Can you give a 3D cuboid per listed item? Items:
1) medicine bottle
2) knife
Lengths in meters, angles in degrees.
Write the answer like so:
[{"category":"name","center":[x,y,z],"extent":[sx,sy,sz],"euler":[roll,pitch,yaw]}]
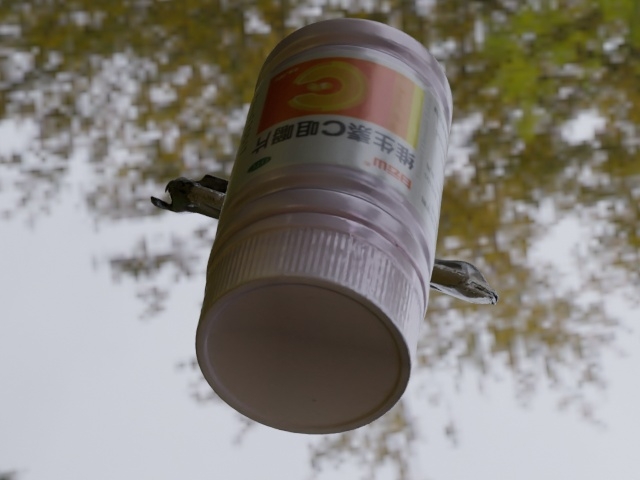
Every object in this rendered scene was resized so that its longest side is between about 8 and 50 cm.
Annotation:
[{"category":"medicine bottle","center":[0.006,-0.014,1.115],"extent":[0.250,0.133,0.133],"euler":[-77,-173,-48]},{"category":"knife","center":[0.001,-0.006,1.641],"extent":[0.365,0.089,0.043],"euler":[17,-89,33]}]
